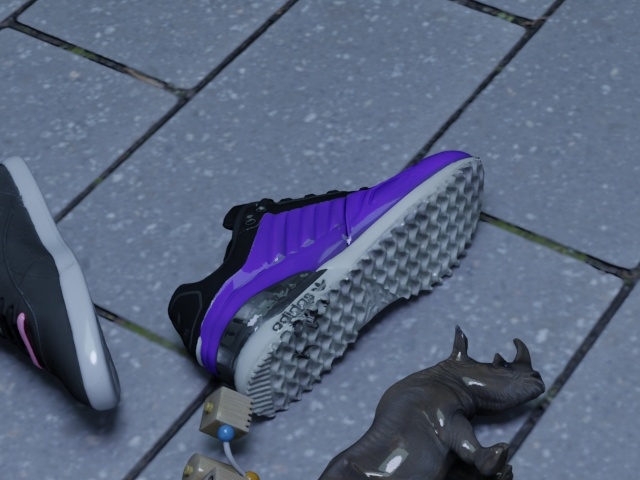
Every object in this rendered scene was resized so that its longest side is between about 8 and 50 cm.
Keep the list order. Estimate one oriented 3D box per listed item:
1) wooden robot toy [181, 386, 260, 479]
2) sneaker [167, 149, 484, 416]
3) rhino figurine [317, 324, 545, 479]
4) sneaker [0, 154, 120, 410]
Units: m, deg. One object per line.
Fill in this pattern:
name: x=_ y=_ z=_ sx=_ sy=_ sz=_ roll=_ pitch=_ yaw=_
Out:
wooden robot toy: x=-0.053 y=0.190 z=1.168 sx=0.079 sy=0.076 sz=0.173 roll=23 pitch=39 yaw=-23
sneaker: x=0.000 y=0.000 z=1.314 sx=0.146 sy=0.102 sz=0.293 roll=32 pitch=54 yaw=32
rhino figurine: x=0.082 y=0.142 z=1.185 sx=0.106 sy=0.073 sz=0.243 roll=25 pitch=50 yaw=23
sneaker: x=-0.253 y=0.051 z=1.285 sx=0.147 sy=0.104 sz=0.296 roll=-21 pitch=41 yaw=-14
